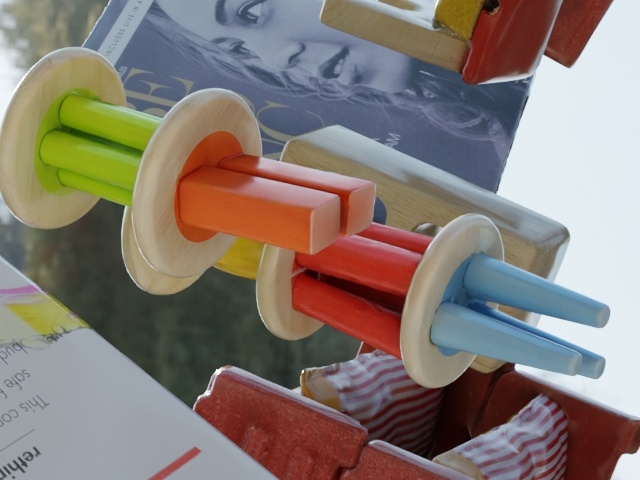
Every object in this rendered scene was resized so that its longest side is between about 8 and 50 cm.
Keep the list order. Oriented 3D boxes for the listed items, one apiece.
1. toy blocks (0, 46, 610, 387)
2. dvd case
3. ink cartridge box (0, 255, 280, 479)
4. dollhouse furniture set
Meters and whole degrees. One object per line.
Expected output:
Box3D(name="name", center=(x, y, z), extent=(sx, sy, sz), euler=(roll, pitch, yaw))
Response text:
Box3D(name="toy blocks", center=(0.000, 0.000, 0.526), extent=(0.148, 0.054, 0.123), euler=(17, -9, 29))
Box3D(name="dvd case", center=(-0.013, -0.071, 0.940), extent=(0.221, 0.164, 0.018), euler=(14, -47, 8))
Box3D(name="ink cartridge box", center=(-0.087, 0.060, 0.364), extent=(0.198, 0.115, 0.067), euler=(37, -55, 16))
Box3D(name="dollhouse furniture set", center=(0.078, 0.007, 0.842), extent=(0.152, 0.374, 0.201), euler=(26, 19, 20))
